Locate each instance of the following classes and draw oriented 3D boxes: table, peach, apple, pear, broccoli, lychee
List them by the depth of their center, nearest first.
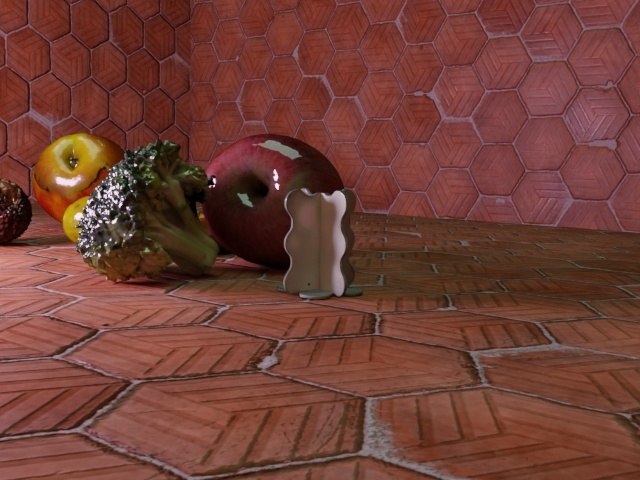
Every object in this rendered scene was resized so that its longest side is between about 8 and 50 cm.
[{"bbox_3d":[0.000,0.000,1.343,0.167,0.198,0.166,1,6,0],"label":"table"},{"bbox_3d":[-0.335,-0.042,1.469,0.281,0.293,0.348,40,2,-24],"label":"broccoli"},{"bbox_3d":[-0.103,-0.088,1.682,0.345,0.344,0.269,4,-12,20],"label":"apple"},{"bbox_3d":[-0.612,-0.049,1.907,0.162,0.148,0.149,1,4,39],"label":"pear"},{"bbox_3d":[-0.891,-0.072,1.934,0.188,0.188,0.188,2,6,0],"label":"lychee"},{"bbox_3d":[-0.809,-0.194,2.464,0.370,0.369,0.370,2,6,0],"label":"peach"}]

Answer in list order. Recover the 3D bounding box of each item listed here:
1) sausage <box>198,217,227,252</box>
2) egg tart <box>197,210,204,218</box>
[{"bbox_3d":[-0.297,-0.013,1.873,0.105,0.105,0.274,7,8,39],"label":"sausage"},{"bbox_3d":[-0.297,-0.041,2.139,0.241,0.105,0.241,2,1,0],"label":"egg tart"}]
